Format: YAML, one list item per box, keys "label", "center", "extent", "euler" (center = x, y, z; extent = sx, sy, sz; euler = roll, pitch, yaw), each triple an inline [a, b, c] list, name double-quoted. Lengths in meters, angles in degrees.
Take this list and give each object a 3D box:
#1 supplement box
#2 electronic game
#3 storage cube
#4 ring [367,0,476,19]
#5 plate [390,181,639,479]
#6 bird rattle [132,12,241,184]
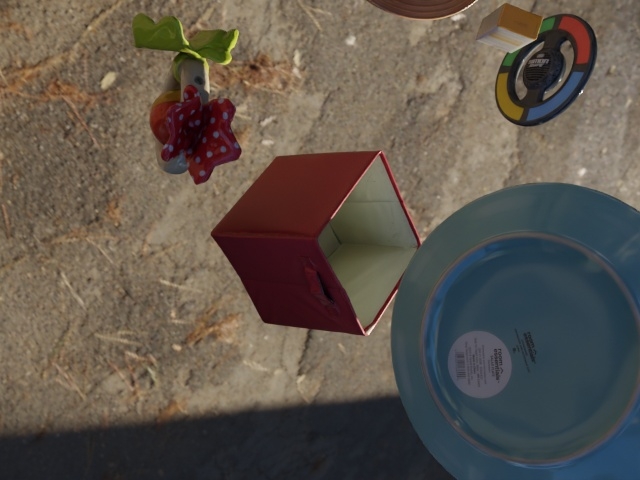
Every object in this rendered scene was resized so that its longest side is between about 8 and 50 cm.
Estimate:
- label: "supplement box"
  center: [0.277, -0.312, 1.161]
  extent: [0.062, 0.098, 0.036]
  euler: [18, 89, -9]
- label: "electronic game"
  center: [0.427, -0.327, 1.510]
  extent: [0.048, 0.229, 0.229]
  euler: [21, 104, -33]
- label: "storage cube"
  center: [0.000, 0.000, 1.120]
  extent: [0.215, 0.193, 0.184]
  euler: [-54, 131, -36]
- label: "ring"
  center: [0.146, -0.514, 1.241]
  extent: [0.336, 0.032, 0.337]
  euler: [-1, 92, -20]
- label: "plate"
  center: [0.118, 0.060, 0.442]
  extent: [0.024, 0.188, 0.188]
  euler: [7, 115, -57]
- label: "bird rattle"
  center: [-0.176, -0.175, 1.070]
  extent: [0.143, 0.254, 0.207]
  euler: [-2, 154, -27]
